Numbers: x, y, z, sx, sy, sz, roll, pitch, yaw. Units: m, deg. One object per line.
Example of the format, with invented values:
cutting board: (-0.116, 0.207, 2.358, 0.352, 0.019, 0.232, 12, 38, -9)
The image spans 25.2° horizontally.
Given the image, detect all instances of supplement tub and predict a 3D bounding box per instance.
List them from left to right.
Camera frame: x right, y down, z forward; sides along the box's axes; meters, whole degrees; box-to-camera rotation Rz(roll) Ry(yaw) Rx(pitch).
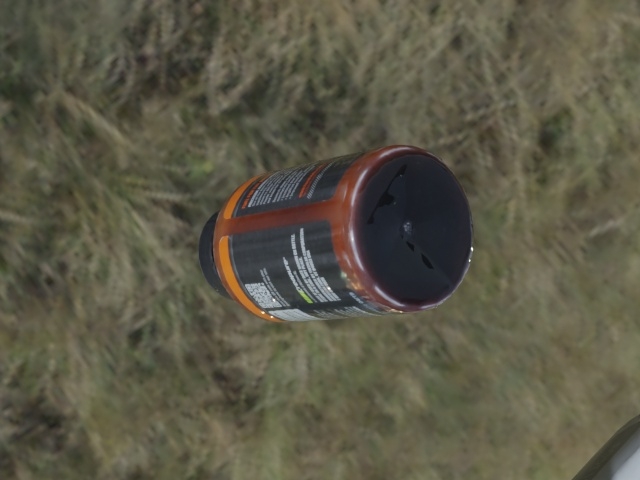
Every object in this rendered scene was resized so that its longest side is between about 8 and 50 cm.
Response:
supplement tub: (0.000, 0.000, 0.932, 0.106, 0.106, 0.198, -20, -172, -37)

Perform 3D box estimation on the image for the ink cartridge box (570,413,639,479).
ink cartridge box: (0.218, 0.315, 0.727, 0.308, 0.385, 0.091, -36, 174, -39)
